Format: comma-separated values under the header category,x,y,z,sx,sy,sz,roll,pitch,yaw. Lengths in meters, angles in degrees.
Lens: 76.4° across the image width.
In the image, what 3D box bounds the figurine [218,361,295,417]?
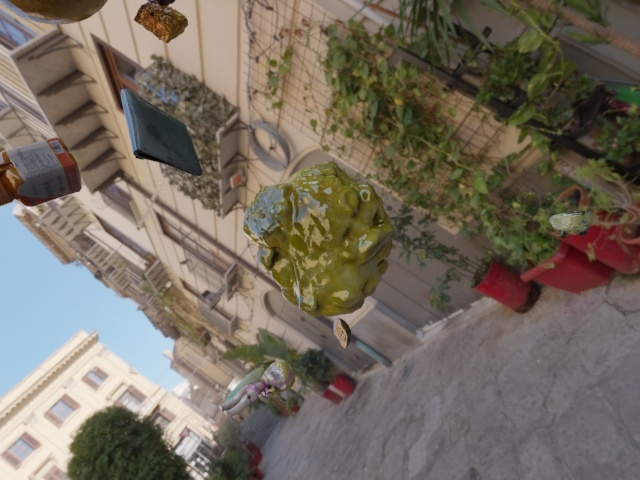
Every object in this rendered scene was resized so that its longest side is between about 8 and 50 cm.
category,x,y,z,sx,sy,sz,roll,pitch,yaw
figurine,-0.134,0.332,0.904,0.188,0.083,0.083,-26,-23,-36

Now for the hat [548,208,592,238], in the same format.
category,x,y,z,sx,sy,sz,roll,pitch,yaw
hat,0.543,-0.036,0.879,0.077,0.059,0.076,-4,-6,-34

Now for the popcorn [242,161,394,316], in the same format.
category,x,y,z,sx,sy,sz,roll,pitch,yaw
popcorn,0.000,0.000,0.628,0.192,0.233,0.266,-36,-16,-38

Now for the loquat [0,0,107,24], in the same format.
category,x,y,z,sx,sy,sz,roll,pitch,yaw
loquat,-0.443,-0.457,0.648,0.208,0.208,0.208,-55,-5,-7

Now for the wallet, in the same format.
category,x,y,z,sx,sy,sz,roll,pitch,yaw
wallet,-0.545,-0.356,1.401,0.054,0.251,0.290,-28,-21,19

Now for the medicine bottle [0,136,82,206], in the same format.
category,x,y,z,sx,sy,sz,roll,pitch,yaw
medicine bottle,-0.776,-0.170,1.085,0.222,0.112,0.149,-30,-10,-33

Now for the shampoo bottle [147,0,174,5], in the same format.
category,x,y,z,sx,sy,sz,roll,pitch,yaw
shampoo bottle,-0.243,-0.451,0.531,0.260,0.065,0.101,100,180,-74

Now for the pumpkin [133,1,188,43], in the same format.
category,x,y,z,sx,sy,sz,roll,pitch,yaw
pumpkin,-0.314,-0.433,0.804,0.054,0.074,0.083,-44,20,42

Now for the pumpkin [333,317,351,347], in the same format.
category,x,y,z,sx,sy,sz,roll,pitch,yaw
pumpkin,0.057,0.222,0.977,0.083,0.028,0.050,-112,32,-50
